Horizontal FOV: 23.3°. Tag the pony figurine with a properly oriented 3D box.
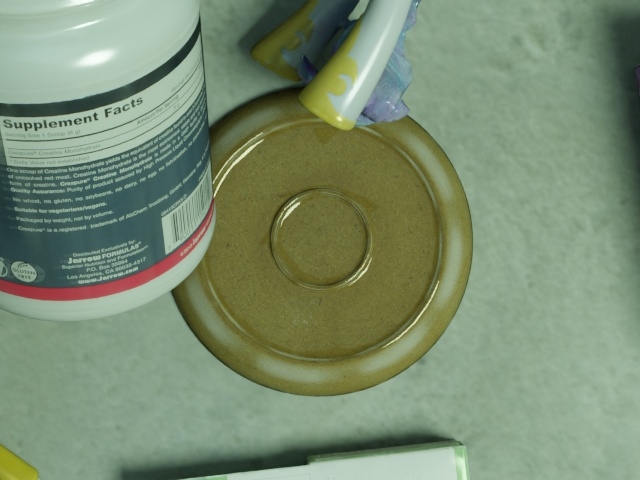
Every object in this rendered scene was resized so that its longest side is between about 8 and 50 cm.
[{"bbox_3d":[0.058,-0.268,1.081,0.351,0.303,0.363,32,101,6],"label":"pony figurine"}]

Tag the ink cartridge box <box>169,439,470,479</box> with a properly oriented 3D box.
[{"bbox_3d":[0.000,0.245,1.142,0.235,0.056,0.171,-6,88,-1],"label":"ink cartridge box"}]

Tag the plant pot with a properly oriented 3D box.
[{"bbox_3d":[0.000,0.000,1.163,0.236,0.032,0.236,0,89,-4],"label":"plant pot"}]

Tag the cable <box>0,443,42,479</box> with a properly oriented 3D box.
[{"bbox_3d":[-0.316,0.130,1.107,0.139,0.072,0.287,-38,93,-22],"label":"cable"}]

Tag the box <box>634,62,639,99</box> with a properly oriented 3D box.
[{"bbox_3d":[0.368,-0.036,1.145,0.214,0.117,0.243,-9,88,-4],"label":"box"}]

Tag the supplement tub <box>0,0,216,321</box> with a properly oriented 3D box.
[{"bbox_3d":[-0.170,-0.099,1.019,0.191,0.191,0.272,-5,131,-4],"label":"supplement tub"}]
